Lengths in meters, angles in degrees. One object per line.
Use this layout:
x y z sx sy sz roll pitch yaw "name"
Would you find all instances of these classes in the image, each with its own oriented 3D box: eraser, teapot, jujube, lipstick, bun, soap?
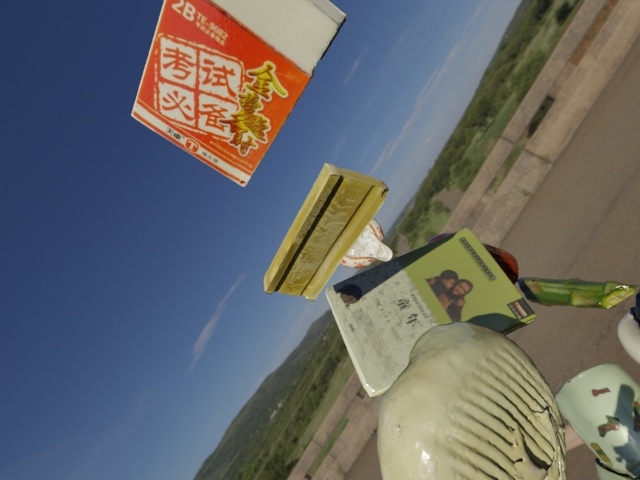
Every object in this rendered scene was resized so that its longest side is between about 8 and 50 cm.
-0.098 -0.181 0.434 0.230 0.157 0.038 -47 16 40 "eraser"
0.087 -0.007 1.147 0.116 0.245 0.160 -18 -52 -80 "teapot"
0.420 0.069 1.149 0.190 0.254 0.190 4 -90 -85 "jujube"
0.816 0.629 1.313 0.254 0.070 0.070 -49 -4 29 "lipstick"
0.181 0.244 0.502 0.168 0.273 0.273 -27 19 50 "bun"
0.000 -0.001 0.598 0.252 0.092 0.037 -58 29 38 "soap"

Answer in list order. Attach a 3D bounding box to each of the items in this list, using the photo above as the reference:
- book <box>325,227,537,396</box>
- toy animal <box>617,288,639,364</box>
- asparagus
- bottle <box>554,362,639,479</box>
0.205 0.129 0.813 0.351 0.239 0.035 -24 -33 -4 "book"
0.943 0.234 1.069 0.251 0.250 0.310 -53 -42 -27 "toy animal"
0.652 0.136 1.056 0.343 0.081 0.085 176 112 -73 "asparagus"
0.798 0.520 1.032 0.228 0.352 0.229 -13 -45 -13 "bottle"
